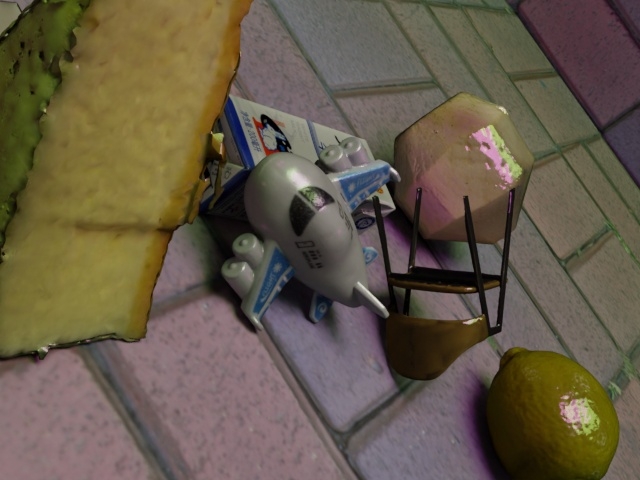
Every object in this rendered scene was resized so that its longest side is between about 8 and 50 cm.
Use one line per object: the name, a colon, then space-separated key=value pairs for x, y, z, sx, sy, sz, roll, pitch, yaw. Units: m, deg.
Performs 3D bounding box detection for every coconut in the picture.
coconut: x=0.241 y=-0.107 z=1.434 sx=0.259 sy=0.259 sz=0.259 roll=33 pitch=37 yaw=-29

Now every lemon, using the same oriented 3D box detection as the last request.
lemon: x=0.332 y=0.258 z=1.239 sx=0.184 sy=0.184 sz=0.249 roll=22 pitch=42 yaw=-40

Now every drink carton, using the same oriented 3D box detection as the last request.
drink carton: x=-0.040 y=-0.092 z=1.179 sx=0.314 sy=0.106 sz=0.131 roll=10 pitch=53 yaw=-50

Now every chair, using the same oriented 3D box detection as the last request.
chair: x=0.169 y=0.053 z=1.201 sx=0.172 sy=0.158 sz=0.247 roll=-14 pitch=104 yaw=-51

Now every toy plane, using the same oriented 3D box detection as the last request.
toy plane: x=-0.004 y=-0.002 z=1.052 sx=0.266 sy=0.267 sz=0.122 roll=17 pitch=7 yaw=-43

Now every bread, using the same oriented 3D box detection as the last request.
bread: x=-0.186 y=-0.062 z=0.783 sx=0.248 sy=0.315 sz=0.279 roll=-1 pitch=70 yaw=-51

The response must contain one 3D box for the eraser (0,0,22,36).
eraser: x=-0.356 y=-0.208 z=0.958 sx=0.103 sy=0.023 sz=0.150 roll=-13 pitch=69 yaw=-57
